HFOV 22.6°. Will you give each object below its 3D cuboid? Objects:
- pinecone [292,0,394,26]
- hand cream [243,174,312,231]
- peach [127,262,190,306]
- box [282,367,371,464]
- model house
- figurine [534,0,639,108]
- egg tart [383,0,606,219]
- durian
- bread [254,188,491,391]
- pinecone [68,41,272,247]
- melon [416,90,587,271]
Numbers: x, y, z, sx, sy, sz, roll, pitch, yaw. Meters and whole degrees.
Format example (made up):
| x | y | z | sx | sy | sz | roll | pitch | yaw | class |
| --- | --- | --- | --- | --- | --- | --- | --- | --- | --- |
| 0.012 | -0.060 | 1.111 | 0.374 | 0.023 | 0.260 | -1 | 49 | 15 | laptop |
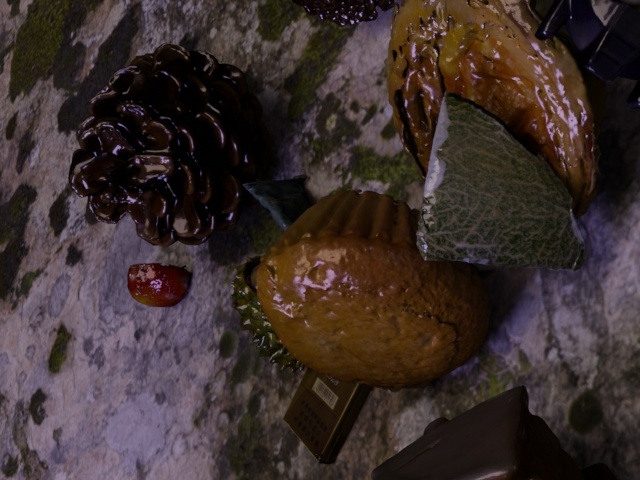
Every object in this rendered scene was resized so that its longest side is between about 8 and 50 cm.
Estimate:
| x | y | z | sx | sy | sz | roll | pitch | yaw | class |
| --- | --- | --- | --- | --- | --- | --- | --- | --- | --- |
| 0.030 | -0.314 | 1.802 | 0.140 | 0.140 | 0.120 | -32 | 26 | 43 | pinecone |
| 0.001 | 0.000 | 1.778 | 0.052 | 0.075 | 0.248 | -53 | 44 | 19 | hand cream |
| -0.205 | 0.059 | 2.043 | 0.083 | 0.077 | 0.050 | 0 | 68 | 8 | peach |
| 0.012 | 0.164 | 1.741 | 0.090 | 0.023 | 0.133 | 41 | 110 | 49 | box |
| 0.171 | 0.261 | 1.369 | 0.199 | 0.219 | 0.229 | -38 | 94 | 28 | model house |
| 0.309 | -0.250 | 1.354 | 0.309 | 0.143 | 0.308 | -5 | 77 | 20 | figurine |
| 0.178 | -0.144 | 1.523 | 0.297 | 0.132 | 0.297 | 39 | 145 | 34 | egg tart |
| -0.059 | 0.074 | 1.773 | 0.119 | 0.108 | 0.186 | -58 | 29 | 22 | durian |
| 0.054 | 0.046 | 1.561 | 0.240 | 0.240 | 0.139 | -25 | 44 | 46 | bread |
| -0.176 | -0.112 | 1.901 | 0.244 | 0.257 | 0.243 | 0 | 88 | 14 | pinecone |
| 0.143 | -0.026 | 1.462 | 0.139 | 0.202 | 0.093 | -41 | -3 | -16 | melon |
